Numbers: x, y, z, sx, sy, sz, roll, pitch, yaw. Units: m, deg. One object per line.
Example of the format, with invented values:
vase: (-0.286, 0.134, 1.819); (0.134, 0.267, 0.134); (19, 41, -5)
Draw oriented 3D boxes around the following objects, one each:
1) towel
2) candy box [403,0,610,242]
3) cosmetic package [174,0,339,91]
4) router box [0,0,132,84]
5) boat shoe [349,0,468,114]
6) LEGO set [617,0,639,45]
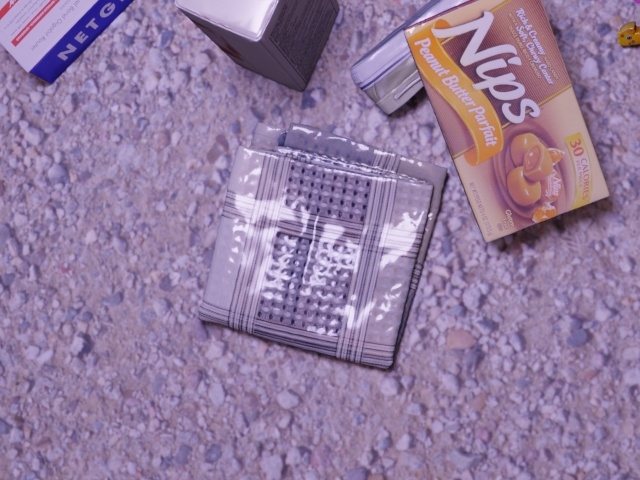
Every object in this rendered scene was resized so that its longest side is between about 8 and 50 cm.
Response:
towel: (0.000, 0.000, 1.406); (0.312, 0.056, 0.324); (15, 87, 11)
candy box: (0.254, -0.178, 1.313); (0.182, 0.087, 0.316); (-21, 100, 8)
cosmetic package: (-0.077, -0.326, 1.324); (0.129, 0.296, 0.153); (24, 89, 10)
router box: (-0.425, -0.472, 1.508); (0.335, 0.082, 0.301); (-44, 80, 4)
boat shoe: (0.184, -0.303, 1.389); (0.302, 0.109, 0.094); (-36, 104, 9)
LEGO set: (0.455, -0.296, 1.320); (0.093, 0.087, 0.227); (-1, 130, 27)
